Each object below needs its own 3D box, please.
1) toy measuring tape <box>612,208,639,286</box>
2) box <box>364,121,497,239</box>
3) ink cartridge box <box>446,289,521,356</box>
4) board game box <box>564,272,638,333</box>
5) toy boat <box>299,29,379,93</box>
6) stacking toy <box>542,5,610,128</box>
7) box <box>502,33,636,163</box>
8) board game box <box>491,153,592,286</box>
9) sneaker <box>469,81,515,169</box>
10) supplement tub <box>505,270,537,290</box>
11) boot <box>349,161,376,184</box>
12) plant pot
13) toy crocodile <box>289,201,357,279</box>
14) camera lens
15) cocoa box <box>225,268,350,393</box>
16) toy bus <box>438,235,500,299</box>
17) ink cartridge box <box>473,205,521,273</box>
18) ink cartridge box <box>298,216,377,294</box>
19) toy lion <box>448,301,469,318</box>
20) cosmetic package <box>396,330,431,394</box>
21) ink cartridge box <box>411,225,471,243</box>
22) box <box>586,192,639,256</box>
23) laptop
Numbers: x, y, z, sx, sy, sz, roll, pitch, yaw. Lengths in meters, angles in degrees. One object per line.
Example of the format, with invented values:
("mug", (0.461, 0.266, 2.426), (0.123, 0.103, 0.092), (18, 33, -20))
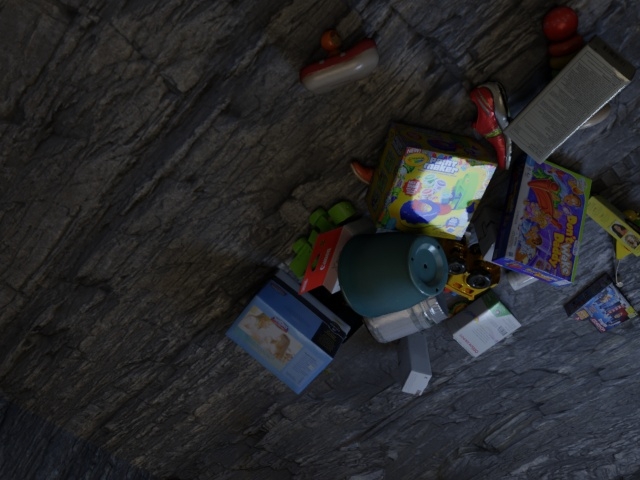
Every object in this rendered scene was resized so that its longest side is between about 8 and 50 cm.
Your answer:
("toy measuring tape", (1.037, 0.026, 1.861), (0.121, 0.121, 0.330), (-14, 128, 13))
("box", (0.324, -0.178, 1.706), (0.290, 0.177, 0.279), (7, 124, -15))
("ink cartridge box", (0.597, 0.307, 2.062), (0.212, 0.093, 0.154), (-41, 114, 13))
("board game box", (1.002, 0.242, 2.031), (0.194, 0.060, 0.194), (-36, 114, 25))
("toy boat", (0.045, -0.517, 1.575), (0.231, 0.151, 0.151), (-16, 91, 14))
("stacking toy", (0.689, -0.478, 1.548), (0.141, 0.141, 0.330), (-21, 115, 17))
("box", (0.652, -0.367, 1.489), (0.148, 0.121, 0.311), (44, 135, 4))
("board game box", (0.676, -0.063, 1.707), (0.233, 0.347, 0.078), (20, 164, -9))
("sneaker", (0.513, -0.340, 1.681), (0.118, 0.107, 0.279), (-6, 121, 30))
("supplement tub", (0.715, 0.123, 1.967), (0.107, 0.071, 0.071), (-30, 116, 21))
("boot", (0.165, -0.217, 1.796), (0.158, 0.059, 0.084), (33, 117, -26))
("plant pot", (0.236, 0.090, 1.713), (0.255, 0.271, 0.271), (-16, 126, 48))
("toy crocodile", (0.000, 0.000, 1.923), (0.115, 0.105, 0.340), (46, 121, 21))
("camera lens", (0.284, 0.224, 1.974), (0.274, 0.219, 0.219), (-23, 119, 18))
("cocoa box", (-0.114, 0.322, 2.008), (0.347, 0.228, 0.231), (40, 119, 0))
("toy bus", (0.447, 0.099, 1.855), (0.220, 0.149, 0.211), (26, 137, -12))
("ink cartridge box", (0.592, -0.006, 1.814), (0.148, 0.203, 0.086), (19, 124, -8))
("ink cartridge box", (0.061, 0.066, 1.887), (0.060, 0.239, 0.275), (41, 132, 28))
("toy lion", (0.523, 0.277, 2.108), (0.096, 0.034, 0.100), (-24, 119, 10))
("cosmetic package", (0.349, 0.451, 2.110), (0.086, 0.231, 0.117), (14, 122, -5))
("ink cartridge box", (0.403, -0.008, 1.900), (0.175, 0.072, 0.127), (10, 123, -4))
("box", (0.922, -0.054, 1.747), (0.232, 0.087, 0.058), (49, 125, 26))
("laptop", (0.038, 0.261, 2.140), (0.264, 0.136, 0.234), (44, 118, 7))
